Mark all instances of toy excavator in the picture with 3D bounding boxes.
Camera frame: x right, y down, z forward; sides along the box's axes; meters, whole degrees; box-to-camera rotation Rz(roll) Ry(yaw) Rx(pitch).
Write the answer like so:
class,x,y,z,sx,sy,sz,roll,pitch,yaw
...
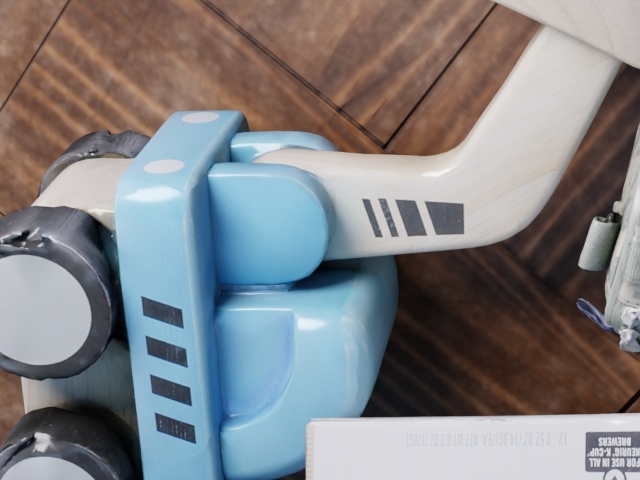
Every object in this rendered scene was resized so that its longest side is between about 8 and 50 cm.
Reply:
class,x,y,z,sx,sy,sz,roll,pitch,yaw
toy excavator,0.000,0.000,1.102,0.445,0.222,0.433,0,111,9

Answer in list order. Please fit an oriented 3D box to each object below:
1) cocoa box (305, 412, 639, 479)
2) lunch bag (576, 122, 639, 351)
class,x,y,z,sx,sy,sz,roll,pitch,yaw
cocoa box,0.189,0.221,0.989,0.347,0.231,0.228,-6,80,38
lunch bag,0.320,-0.010,0.942,0.305,0.256,0.213,9,111,17
